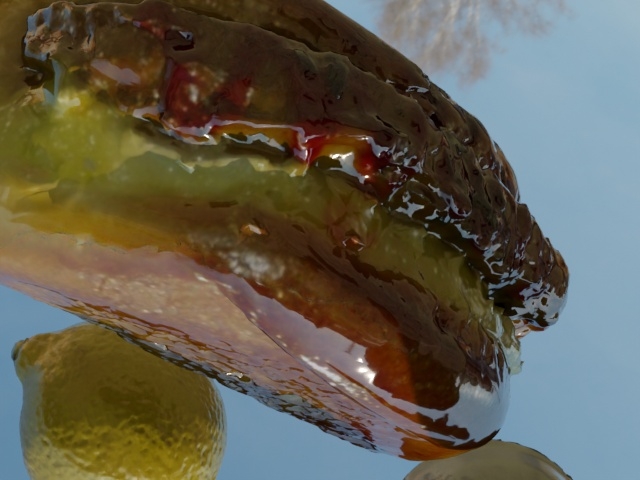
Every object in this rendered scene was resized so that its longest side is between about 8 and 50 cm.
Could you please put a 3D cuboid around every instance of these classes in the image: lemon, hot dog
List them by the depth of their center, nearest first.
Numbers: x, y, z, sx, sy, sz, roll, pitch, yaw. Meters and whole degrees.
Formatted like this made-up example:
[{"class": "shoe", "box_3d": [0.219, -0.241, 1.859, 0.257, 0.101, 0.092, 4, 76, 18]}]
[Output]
[{"class": "hot dog", "box_3d": [0.000, -0.002, 0.534, 0.405, 0.223, 0.185, 33, -112, -40]}, {"class": "lemon", "box_3d": [-0.182, 0.172, 0.868, 0.244, 0.187, 0.187, 51, -149, -19]}]

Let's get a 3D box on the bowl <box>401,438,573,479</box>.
[{"class": "bowl", "box_3d": [0.140, 0.247, 0.706, 0.189, 0.086, 0.189, 1, -97, -8]}]
